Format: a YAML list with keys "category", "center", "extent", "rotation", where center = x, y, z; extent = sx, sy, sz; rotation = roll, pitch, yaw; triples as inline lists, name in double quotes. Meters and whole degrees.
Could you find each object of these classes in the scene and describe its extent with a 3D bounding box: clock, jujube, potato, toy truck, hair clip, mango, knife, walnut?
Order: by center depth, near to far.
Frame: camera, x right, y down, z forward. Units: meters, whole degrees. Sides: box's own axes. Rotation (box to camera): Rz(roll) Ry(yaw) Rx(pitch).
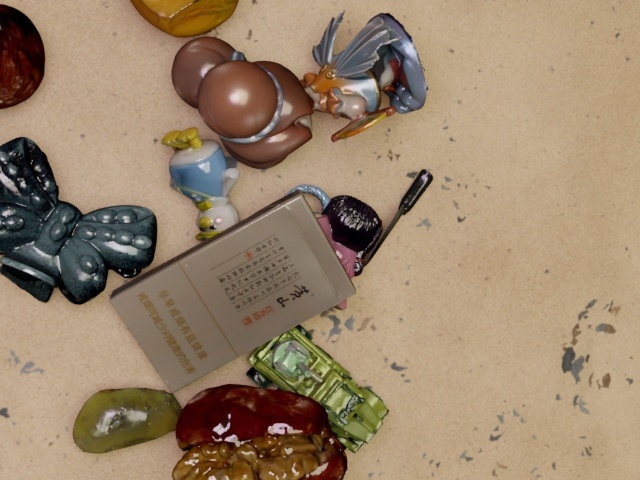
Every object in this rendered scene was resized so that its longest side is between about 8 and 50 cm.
- category: "jujube"
  center: [-0.512, -0.295, 1.549]
  extent: [0.168, 0.236, 0.168]
  rotation: [1, 85, -10]
- category: "hair clip"
  center: [-0.430, -0.012, 1.610]
  extent: [0.310, 0.194, 0.206]
  rotation: [32, 69, -11]
- category: "walnut"
  center: [-0.099, 0.344, 1.637]
  extent: [0.269, 0.244, 0.221]
  rotation: [-9, 90, 12]
- category: "mango"
  center: [-0.253, -0.470, 1.670]
  extent: [0.187, 0.138, 0.257]
  rotation: [-22, 73, -17]
- category: "potato"
  center: [-0.323, 0.300, 1.675]
  extent: [0.188, 0.085, 0.105]
  rotation: [-4, 92, -20]
- category: "toy truck"
  center: [0.004, 0.266, 1.742]
  extent: [0.259, 0.135, 0.128]
  rotation: [44, 79, -15]
- category: "clock"
  center: [0.000, 0.000, 1.762]
  extent: [0.194, 0.100, 0.195]
  rotation: [30, 80, -12]
- category: "knife"
  center: [0.136, -0.038, 1.824]
  extent: [0.028, 0.060, 0.230]
  rotation: [34, 81, 9]

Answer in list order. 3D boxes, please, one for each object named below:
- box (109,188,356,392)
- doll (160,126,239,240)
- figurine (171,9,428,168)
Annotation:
- category: "box"
  center: [-0.145, 0.087, 1.674]
  extent: [0.365, 0.051, 0.204]
  rotation: [-28, 106, 5]
- category: "doll"
  center: [-0.191, -0.078, 1.695]
  extent: [0.135, 0.099, 0.241]
  rotation: [-16, 105, 5]
- category: "figurine"
  center: [-0.030, -0.260, 1.689]
  extent: [0.388, 0.276, 0.248]
  rotation: [-25, 120, -12]
